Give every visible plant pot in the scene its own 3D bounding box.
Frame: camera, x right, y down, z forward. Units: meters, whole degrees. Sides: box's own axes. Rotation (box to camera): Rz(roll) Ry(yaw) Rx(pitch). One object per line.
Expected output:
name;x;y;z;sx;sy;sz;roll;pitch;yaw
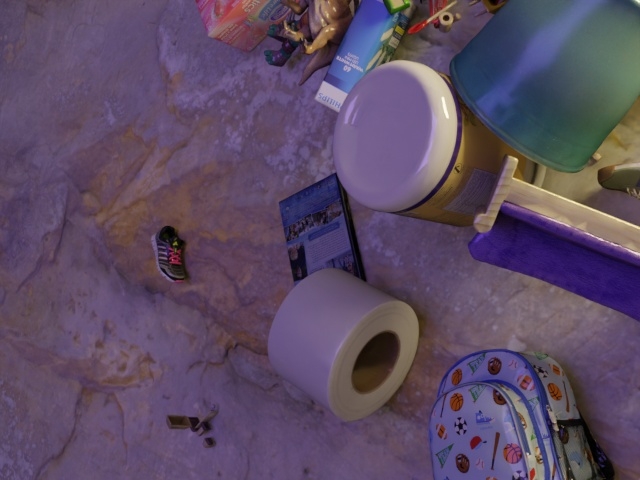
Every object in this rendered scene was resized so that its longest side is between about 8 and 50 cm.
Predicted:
plant pot;0.380;-0.285;1.181;0.255;0.271;0.272;-51;54;35

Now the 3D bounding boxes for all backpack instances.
backpack;0.298;0.310;1.284;0.276;0.213;0.264;-26;56;38

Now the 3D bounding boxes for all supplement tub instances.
supplement tub;0.209;-0.149;1.330;0.241;0.331;0.241;-7;79;44

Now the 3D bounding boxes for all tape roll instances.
tape roll;0.046;0.193;1.483;0.169;0.246;0.246;26;100;40

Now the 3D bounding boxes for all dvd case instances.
dvd case;0.000;0.000;1.700;0.180;0.022;0.253;-25;67;34

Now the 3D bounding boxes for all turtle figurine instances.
turtle figurine;-0.035;-0.488;1.743;0.234;0.118;0.175;-31;29;47

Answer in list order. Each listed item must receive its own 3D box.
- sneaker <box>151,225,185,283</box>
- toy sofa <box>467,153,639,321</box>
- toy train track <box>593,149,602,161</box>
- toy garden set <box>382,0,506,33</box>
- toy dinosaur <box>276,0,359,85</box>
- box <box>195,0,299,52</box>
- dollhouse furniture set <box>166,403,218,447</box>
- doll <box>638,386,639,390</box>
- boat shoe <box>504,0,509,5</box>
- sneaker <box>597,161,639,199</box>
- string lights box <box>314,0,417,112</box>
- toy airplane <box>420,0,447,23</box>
sneaker;-0.378;0.030;1.990;0.075;0.063;0.170;-49;50;31
toy sofa;0.403;0.015;1.156;0.362;0.150;0.177;23;102;7
toy train track;0.449;-0.167;1.348;0.048;0.014;0.083;-51;54;22
toy garden set;0.239;-0.484;1.470;0.244;0.049;0.204;-23;76;-2
toy dinosaur;0.027;-0.466;1.622;0.127;0.200;0.296;18;108;54
box;-0.141;-0.604;1.839;0.300;0.142;0.154;-37;61;31
dollhouse furniture set;-0.288;0.421;1.819;0.081;0.114;0.091;-48;54;19
doll;0.548;0.292;1.166;0.129;0.046;0.189;-34;68;21
boat shoe;0.397;-0.462;1.353;0.123;0.123;0.342;36;108;23
sneaker;0.529;-0.077;1.230;0.192;0.064;0.086;-2;77;37
string lights box;0.093;-0.383;1.600;0.076;0.133;0.260;30;104;15
toy airplane;0.258;-0.505;1.556;0.151;0.028;0.151;-6;80;40
